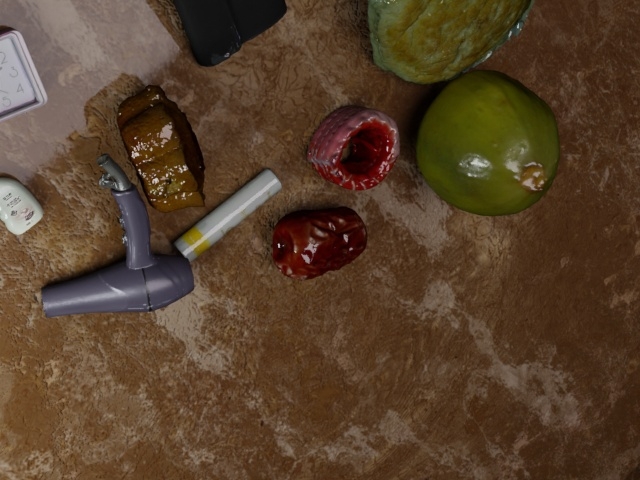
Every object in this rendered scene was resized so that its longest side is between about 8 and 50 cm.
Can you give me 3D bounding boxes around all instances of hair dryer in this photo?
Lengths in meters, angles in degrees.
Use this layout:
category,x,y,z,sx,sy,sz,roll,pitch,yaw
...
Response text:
category,x,y,z,sx,sy,sz,roll,pitch,yaw
hair dryer,-0.412,-0.007,1.830,0.301,0.121,0.361,-10,122,-15

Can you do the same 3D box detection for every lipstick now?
category,x,y,z,sx,sy,sz,roll,pitch,yaw
lipstick,-0.197,-0.054,1.995,0.264,0.059,0.059,-39,120,-12

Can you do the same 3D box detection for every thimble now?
category,x,y,z,sx,sy,sz,roll,pitch,yaw
thimble,0.077,-0.205,2.057,0.189,0.125,0.163,-44,120,-10

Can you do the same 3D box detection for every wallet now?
category,x,y,z,sx,sy,sz,roll,pitch,yaw
wallet,-0.194,-0.529,1.744,0.228,0.062,0.406,-41,146,-16

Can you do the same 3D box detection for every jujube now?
category,x,y,z,sx,sy,sz,roll,pitch,yaw
jujube,0.000,0.000,2.071,0.230,0.155,0.155,-16,113,-30

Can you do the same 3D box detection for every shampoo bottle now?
category,x,y,z,sx,sy,sz,roll,pitch,yaw
shampoo bottle,-0.598,-0.088,1.772,0.077,0.045,0.152,-39,119,-12

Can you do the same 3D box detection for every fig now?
category,x,y,z,sx,sy,sz,roll,pitch,yaw
fig,0.386,-0.210,2.099,0.343,0.343,0.344,-9,110,-26

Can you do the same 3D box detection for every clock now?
category,x,y,z,sx,sy,sz,roll,pitch,yaw
clock,-0.613,-0.282,1.689,0.197,0.063,0.150,-26,116,-19

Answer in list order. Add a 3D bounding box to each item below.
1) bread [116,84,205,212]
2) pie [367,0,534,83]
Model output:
category,x,y,z,sx,sy,sz,roll,pitch,yaw
bread,-0.301,-0.173,1.806,0.135,0.232,0.247,-23,124,-10
pie,0.270,-0.507,1.994,0.418,0.180,0.395,-27,152,-17
